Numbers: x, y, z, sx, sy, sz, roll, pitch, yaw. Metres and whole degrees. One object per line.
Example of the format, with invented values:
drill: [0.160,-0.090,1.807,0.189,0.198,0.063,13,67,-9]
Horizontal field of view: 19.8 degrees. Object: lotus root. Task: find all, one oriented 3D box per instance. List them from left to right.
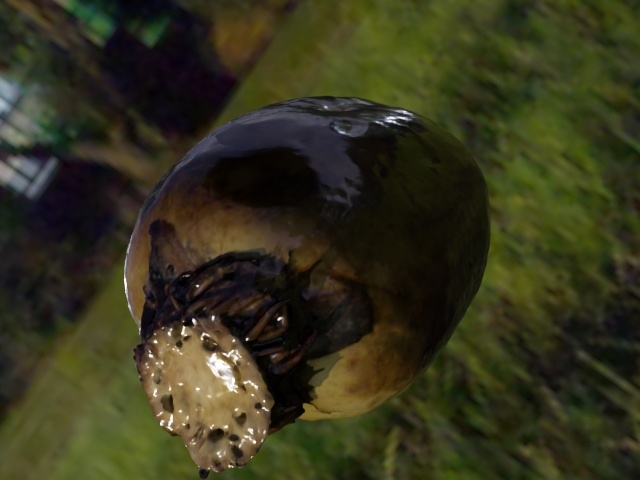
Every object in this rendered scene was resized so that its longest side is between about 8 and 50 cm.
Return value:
lotus root: [0.000,0.000,0.955,0.314,0.169,0.141,-46,-31,-57]
